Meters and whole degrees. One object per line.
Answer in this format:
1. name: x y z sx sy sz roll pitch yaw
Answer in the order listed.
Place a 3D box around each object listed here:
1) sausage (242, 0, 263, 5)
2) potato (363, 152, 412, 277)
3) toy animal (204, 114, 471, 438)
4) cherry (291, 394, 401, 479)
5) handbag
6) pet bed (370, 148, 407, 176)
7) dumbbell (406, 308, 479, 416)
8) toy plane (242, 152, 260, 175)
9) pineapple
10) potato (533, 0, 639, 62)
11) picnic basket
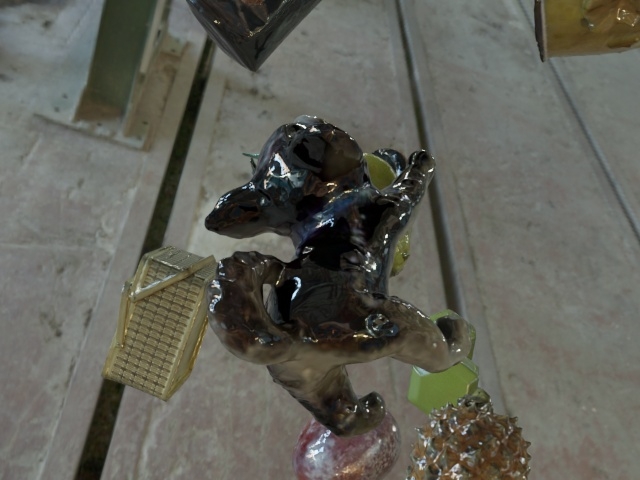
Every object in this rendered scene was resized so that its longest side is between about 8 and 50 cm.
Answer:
1. sausage: -0.195 -0.522 1.341 0.304 0.078 0.078 46 40 10
2. potato: 0.085 -0.045 1.447 0.169 0.143 0.248 -10 75 6
3. toy animal: 0.000 0.000 0.796 0.303 0.194 0.344 26 45 -42
4. cherry: 0.064 0.452 1.712 0.213 0.236 0.285 39 41 13
5. handbag: -0.141 -0.579 1.814 0.178 0.302 0.275 44 0 26
6. pet bed: 0.163 -0.149 2.030 0.053 0.201 0.201 14 33 -44
7. dumbbell: 0.215 0.209 1.345 0.121 0.108 0.302 38 13 3
8. toy plane: -0.113 -0.151 1.737 0.096 0.235 0.060 20 78 8
9. pineapple: 0.187 0.276 0.974 0.166 0.166 0.193 20 62 -5
10. potato: 0.306 -0.336 0.762 0.196 0.299 0.246 -3 6 17
11. picnic basket: -0.356 0.172 1.766 0.175 0.312 0.228 21 9 3
